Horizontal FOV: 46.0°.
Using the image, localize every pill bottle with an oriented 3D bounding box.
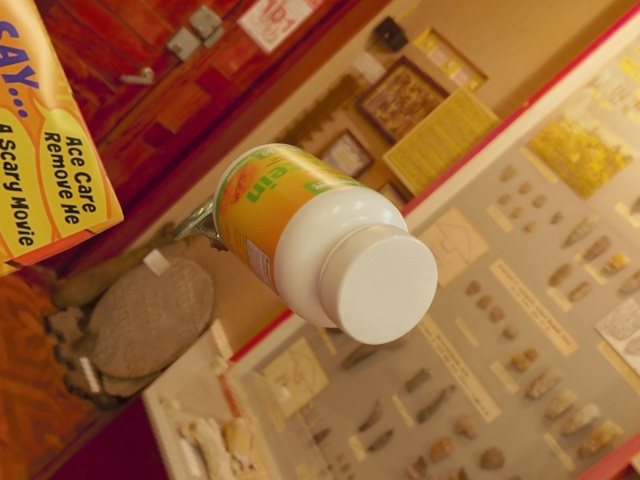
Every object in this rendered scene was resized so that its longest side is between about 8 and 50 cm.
[{"bbox_3d":[0.000,0.000,0.729,0.136,0.136,0.246,41,-2,-36],"label":"pill bottle"}]

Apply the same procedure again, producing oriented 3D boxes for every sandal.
[{"bbox_3d":[-0.163,-0.026,1.437,0.303,0.120,0.086,-1,58,-60],"label":"sandal"}]

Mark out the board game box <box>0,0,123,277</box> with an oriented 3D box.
[{"bbox_3d":[-0.410,-0.105,0.512,0.357,0.356,0.356,0,-67,60],"label":"board game box"}]
